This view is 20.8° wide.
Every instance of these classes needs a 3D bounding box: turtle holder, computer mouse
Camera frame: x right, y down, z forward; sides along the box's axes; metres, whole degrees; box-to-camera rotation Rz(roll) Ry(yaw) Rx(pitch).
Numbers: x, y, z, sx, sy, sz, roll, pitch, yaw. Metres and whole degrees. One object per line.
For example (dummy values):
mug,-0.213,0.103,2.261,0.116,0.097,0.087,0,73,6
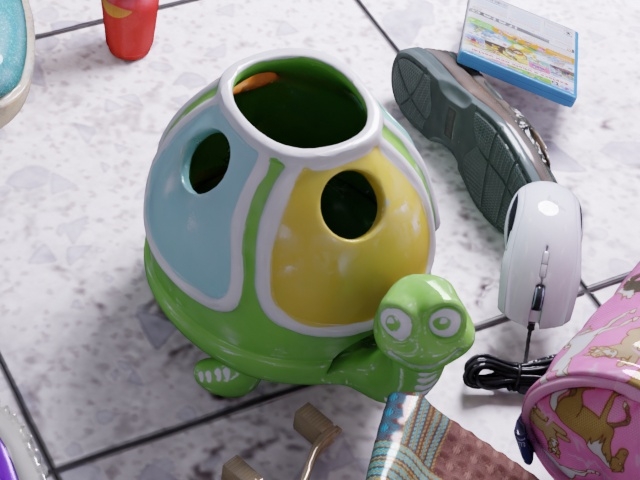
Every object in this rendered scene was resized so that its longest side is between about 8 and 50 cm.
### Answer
turtle holder,-0.019,-0.004,1.397,0.243,0.227,0.320,0,43,-7
computer mouse,0.181,0.036,1.466,0.106,0.042,0.193,8,73,1

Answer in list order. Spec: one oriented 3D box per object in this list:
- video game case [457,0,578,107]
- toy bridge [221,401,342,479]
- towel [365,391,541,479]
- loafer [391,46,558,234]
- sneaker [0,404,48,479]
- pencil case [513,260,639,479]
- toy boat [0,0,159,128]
video game case,0.195,-0.190,1.711,0.119,0.015,0.166,22,29,-3
toy bridge,-0.049,0.194,1.346,0.063,0.026,0.188,38,53,25
towel,0.120,0.299,1.166,0.271,0.040,0.370,35,42,-17
loafer,0.164,-0.098,1.614,0.084,0.096,0.267,-14,47,-27
sneaker,-0.251,0.228,1.235,0.146,0.102,0.293,-20,52,-23
pencil case,0.307,0.064,1.412,0.167,0.160,0.386,-15,24,46
toy boat,-0.301,-0.221,1.635,0.318,0.148,0.267,-11,48,-16
